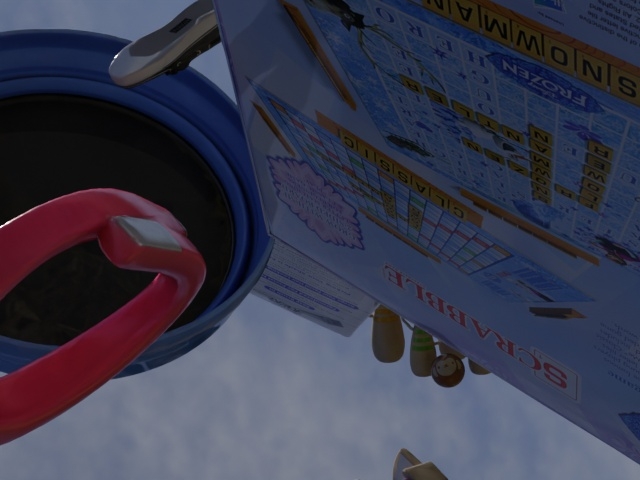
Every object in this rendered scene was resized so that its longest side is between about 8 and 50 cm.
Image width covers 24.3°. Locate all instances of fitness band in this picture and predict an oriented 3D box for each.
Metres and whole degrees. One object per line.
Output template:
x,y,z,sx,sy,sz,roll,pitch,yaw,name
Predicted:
-0.180,0.056,0.966,0.054,0.209,0.291,50,-174,13,fitness band

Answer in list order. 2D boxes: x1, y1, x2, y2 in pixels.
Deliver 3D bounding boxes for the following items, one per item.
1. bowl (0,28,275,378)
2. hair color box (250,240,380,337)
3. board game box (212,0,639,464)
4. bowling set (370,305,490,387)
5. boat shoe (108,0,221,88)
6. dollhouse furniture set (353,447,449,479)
-0.237,-0.037,1.397,0.391,0.077,0.391,8,-130,-10,bowl
0.000,0.000,1.701,0.185,0.339,0.110,25,-109,-3,hair color box
0.094,-0.038,0.595,0.066,0.318,0.318,-47,-27,-23,board game box
0.216,0.136,2.376,0.200,0.287,0.154,-99,5,-77,bowling set
-0.137,-0.178,1.396,0.142,0.049,0.040,-40,-45,-28,boat shoe
-0.014,0.429,2.020,0.303,0.286,0.198,-9,-147,-35,dollhouse furniture set
